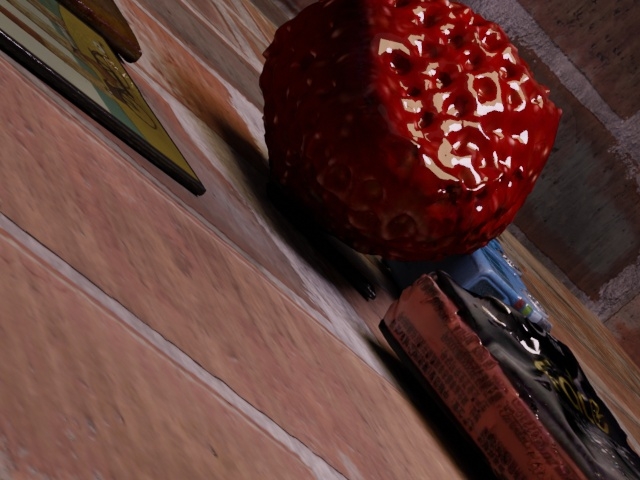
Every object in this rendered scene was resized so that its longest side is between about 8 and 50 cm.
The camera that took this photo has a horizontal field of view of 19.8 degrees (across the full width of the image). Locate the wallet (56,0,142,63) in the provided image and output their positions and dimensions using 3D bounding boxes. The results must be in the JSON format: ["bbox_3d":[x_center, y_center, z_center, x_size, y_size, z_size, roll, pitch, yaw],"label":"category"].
[{"bbox_3d":[-0.264,-0.263,1.674,0.255,0.031,0.137,39,10,-47],"label":"wallet"}]

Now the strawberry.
[{"bbox_3d":[0.079,-0.091,1.834,0.317,0.295,0.345,53,22,-17],"label":"strawberry"}]

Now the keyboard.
[{"bbox_3d":[0.000,0.000,1.830,0.155,0.010,0.053,45,7,-9],"label":"keyboard"}]

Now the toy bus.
[{"bbox_3d":[0.154,0.048,2.021,0.133,0.116,0.234,41,11,-23],"label":"toy bus"}]

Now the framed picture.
[{"bbox_3d":[-0.235,-0.178,1.487,0.324,0.013,0.244,39,11,-47],"label":"framed picture"}]

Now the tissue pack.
[{"bbox_3d":[0.208,0.182,1.635,0.245,0.123,0.332,41,9,-49],"label":"tissue pack"}]
